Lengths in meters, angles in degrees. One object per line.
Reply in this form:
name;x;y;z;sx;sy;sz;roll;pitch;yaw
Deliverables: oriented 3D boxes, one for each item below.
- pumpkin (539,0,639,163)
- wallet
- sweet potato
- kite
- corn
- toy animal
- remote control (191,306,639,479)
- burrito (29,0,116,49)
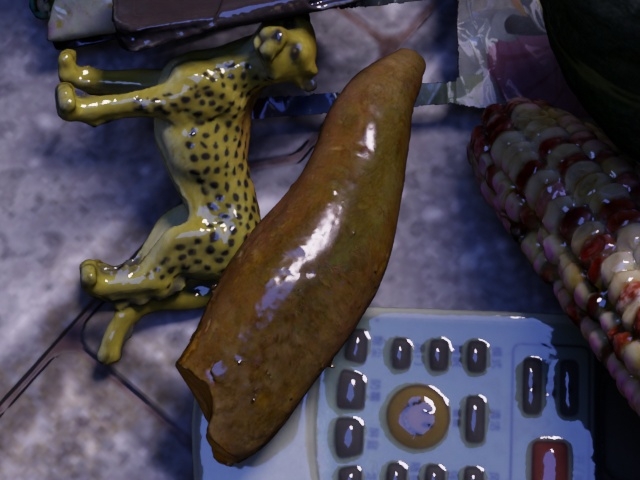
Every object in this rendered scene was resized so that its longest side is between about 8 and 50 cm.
pumpkin;0.245;-0.152;0.615;0.300;0.300;0.207;-14;50;-2
wallet;-0.032;-0.135;0.698;0.156;0.018;0.082;-12;36;2
sweet potato;0.000;0.000;0.686;0.077;0.077;0.244;27;78;10
kite;0.091;-0.146;0.745;0.360;0.022;0.204;-4;100;-1
corn;0.165;0.024;0.656;0.092;0.092;0.280;-27;48;-6
toy animal;-0.066;-0.028;0.717;0.136;0.073;0.181;-5;102;-5
remote control;0.075;0.095;0.706;0.285;0.038;0.123;4;74;3
burrito;-0.027;-0.192;0.781;0.309;0.066;0.096;-19;76;-1
